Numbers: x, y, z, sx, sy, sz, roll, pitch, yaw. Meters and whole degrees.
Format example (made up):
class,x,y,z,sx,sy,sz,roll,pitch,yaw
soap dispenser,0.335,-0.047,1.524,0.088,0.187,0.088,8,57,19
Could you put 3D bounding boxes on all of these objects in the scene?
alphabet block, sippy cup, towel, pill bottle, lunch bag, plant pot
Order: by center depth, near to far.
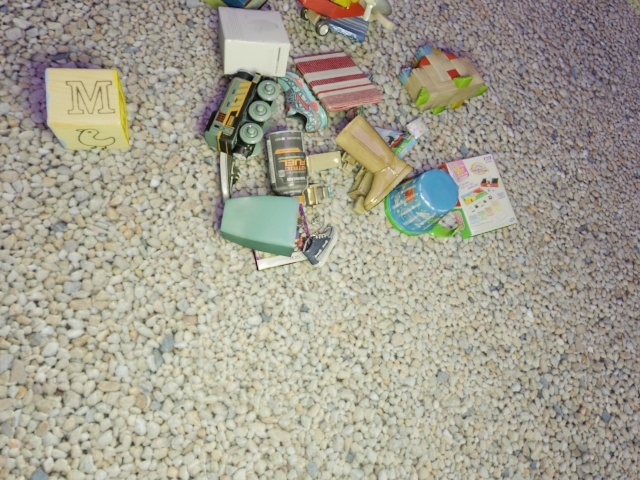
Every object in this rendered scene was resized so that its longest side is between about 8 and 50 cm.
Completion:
class,x,y,z,sx,sy,sz,roll,pitch,yaw
alphabet block,-0.727,-0.410,1.361,0.197,0.192,0.193,-6,81,-16
plant pot,-0.197,-0.052,1.404,0.235,0.165,0.165,7,76,-5
pill bottle,-0.112,-0.243,1.477,0.131,0.130,0.245,-9,96,-18
sippy cup,0.388,-0.153,1.606,0.306,0.224,0.239,13,75,-14
towel,0.060,-0.614,1.653,0.237,0.037,0.328,-16,57,-21
lunch bag,0.392,-0.456,1.770,0.083,0.053,0.071,-36,91,-30
towel,0.108,-1.013,1.826,0.244,0.040,0.335,17,73,-13

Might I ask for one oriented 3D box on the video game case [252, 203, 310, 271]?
class,x,y,z,sx,sy,sz,roll,pitch,yaw
video game case,-0.145,-0.025,1.516,0.211,0.042,0.231,-11,80,-20

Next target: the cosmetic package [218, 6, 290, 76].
class,x,y,z,sx,sy,sz,roll,pitch,yaw
cosmetic package,-0.249,-0.719,1.564,0.225,0.138,0.223,-3,55,-18

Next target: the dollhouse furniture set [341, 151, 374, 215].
class,x,y,z,sx,sy,sz,roll,pitch,yaw
dollhouse furniture set,0.108,-0.206,1.588,0.161,0.101,0.181,34,70,-22

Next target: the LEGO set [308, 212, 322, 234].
class,x,y,z,sx,sy,sz,roll,pitch,yaw
LEGO set,-0.013,-0.063,1.573,0.054,0.023,0.083,-15,82,-19

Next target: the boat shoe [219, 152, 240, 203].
class,x,y,z,sx,sy,sz,roll,pitch,yaw
boat shoe,-0.313,-0.234,1.498,0.070,0.078,0.219,0,76,-15

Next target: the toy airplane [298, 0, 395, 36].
class,x,y,z,sx,sy,sz,roll,pitch,yaw
toy airplane,0.128,-0.962,1.655,0.387,0.272,0.384,18,51,-1

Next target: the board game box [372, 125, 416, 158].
class,x,y,z,sx,sy,sz,roll,pitch,yaw
board game box,0.229,-0.356,1.637,0.212,0.039,0.160,24,64,37

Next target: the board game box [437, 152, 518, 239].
class,x,y,z,sx,sy,sz,roll,pitch,yaw
board game box,0.646,-0.186,1.773,0.243,0.064,0.316,-14,81,-19

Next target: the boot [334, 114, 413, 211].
class,x,y,z,sx,sy,sz,roll,pitch,yaw
boot,0.153,-0.266,1.503,0.269,0.089,0.236,44,80,4

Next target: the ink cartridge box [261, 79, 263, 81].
class,x,y,z,sx,sy,sz,roll,pitch,yaw
ink cartridge box,-0.216,-0.528,1.609,0.089,0.052,0.122,15,73,-12

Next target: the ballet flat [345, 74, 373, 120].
class,x,y,z,sx,sy,sz,roll,pitch,yaw
ballet flat,0.149,-0.577,1.723,0.079,0.077,0.221,15,73,8

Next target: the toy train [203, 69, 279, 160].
class,x,y,z,sx,sy,sz,roll,pitch,yaw
toy train,-0.263,-0.435,1.477,0.191,0.142,0.333,19,73,-5

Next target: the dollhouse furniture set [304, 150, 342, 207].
class,x,y,z,sx,sy,sz,roll,pitch,yaw
dollhouse furniture set,-0.001,-0.225,1.577,0.130,0.129,0.183,-12,103,-19

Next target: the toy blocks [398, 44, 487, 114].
class,x,y,z,sx,sy,sz,roll,pitch,yaw
toy blocks,0.488,-0.700,1.808,0.382,0.190,0.260,-20,72,-20

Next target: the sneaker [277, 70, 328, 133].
class,x,y,z,sx,sy,sz,roll,pitch,yaw
sneaker,-0.089,-0.517,1.617,0.125,0.104,0.261,-39,89,-17

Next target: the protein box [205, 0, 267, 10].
class,x,y,z,sx,sy,sz,roll,pitch,yaw
protein box,-0.318,-0.972,1.639,0.200,0.136,0.201,36,70,-5

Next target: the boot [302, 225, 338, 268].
class,x,y,z,sx,sy,sz,roll,pitch,yaw
boot,0.000,0.000,1.504,0.086,0.069,0.189,51,42,-30
